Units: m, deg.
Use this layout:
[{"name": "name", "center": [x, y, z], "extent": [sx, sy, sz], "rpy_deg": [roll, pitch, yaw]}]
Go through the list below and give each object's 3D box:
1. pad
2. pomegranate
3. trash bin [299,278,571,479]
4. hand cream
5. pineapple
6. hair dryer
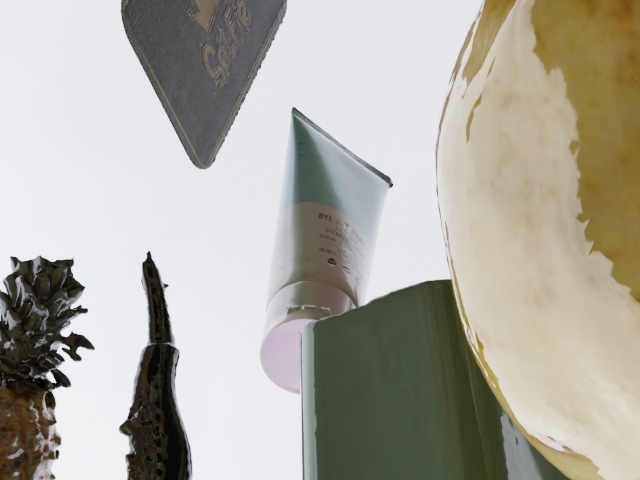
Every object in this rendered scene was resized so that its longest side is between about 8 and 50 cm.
[{"name": "pad", "center": [-0.091, -0.255, 1.864], "extent": [0.063, 0.315, 0.375], "rpy_deg": [-4, -138, 25]}, {"name": "pomegranate", "center": [0.203, -0.011, 0.654], "extent": [0.342, 0.342, 0.342], "rpy_deg": [13, -134, -14]}, {"name": "trash bin", "center": [0.094, 0.220, 0.983], "extent": [0.223, 0.158, 0.343], "rpy_deg": [24, -128, -50]}, {"name": "hand cream", "center": [0.000, 0.000, 1.233], "extent": [0.111, 0.070, 0.312], "rpy_deg": [36, -153, -14]}, {"name": "pineapple", "center": [-0.300, 0.141, 1.465], "extent": [0.158, 0.158, 0.279], "rpy_deg": [18, -104, -9]}, {"name": "hair dryer", "center": [-0.159, 0.160, 1.202], "extent": [0.303, 0.120, 0.359], "rpy_deg": [13, -126, -27]}]
